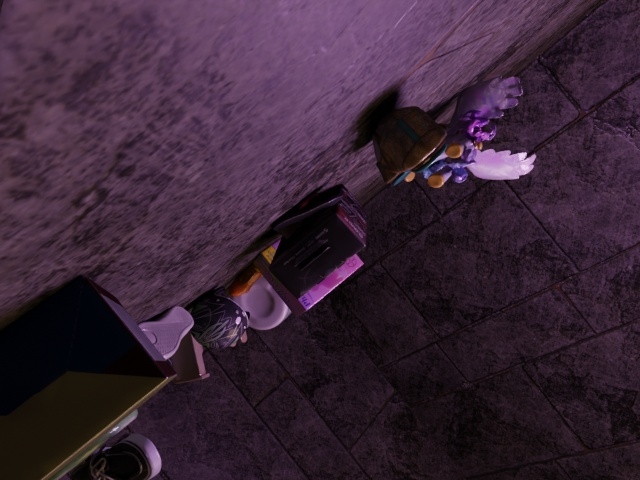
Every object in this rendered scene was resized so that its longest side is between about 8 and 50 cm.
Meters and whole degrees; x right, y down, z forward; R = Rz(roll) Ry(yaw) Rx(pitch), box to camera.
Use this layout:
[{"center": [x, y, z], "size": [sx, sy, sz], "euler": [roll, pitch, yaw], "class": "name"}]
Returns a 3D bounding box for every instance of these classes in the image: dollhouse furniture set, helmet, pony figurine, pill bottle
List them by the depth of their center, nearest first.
[{"center": [-0.279, 0.218, 1.556], "size": [0.169, 0.169, 0.161], "euler": [-39, -166, 10], "class": "helmet"}, {"center": [0.390, -0.275, 1.592], "size": [0.351, 0.302, 0.363], "euler": [-1, -154, 34], "class": "pony figurine"}, {"center": [-0.384, 0.360, 1.869], "size": [0.212, 0.160, 0.242], "euler": [-15, 175, 21], "class": "dollhouse furniture set"}, {"center": [-0.155, 0.171, 2.029], "size": [0.204, 0.204, 0.361], "euler": [-39, 177, 19], "class": "pill bottle"}]

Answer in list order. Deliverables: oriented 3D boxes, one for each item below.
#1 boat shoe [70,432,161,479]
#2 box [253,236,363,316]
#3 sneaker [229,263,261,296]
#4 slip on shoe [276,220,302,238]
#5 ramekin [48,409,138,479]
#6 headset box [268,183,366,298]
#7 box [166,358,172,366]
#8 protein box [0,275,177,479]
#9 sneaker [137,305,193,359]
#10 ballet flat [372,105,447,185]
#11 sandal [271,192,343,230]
[{"center": [-0.482, 0.523, 1.299], "size": [0.306, 0.113, 0.105], "euler": [-20, -176, 39], "class": "boat shoe"}, {"center": [-0.037, 0.068, 1.704], "size": [0.243, 0.213, 0.117], "euler": [-37, 178, -25], "class": "box"}, {"center": [-0.218, 0.105, 1.755], "size": [0.175, 0.064, 0.067], "euler": [-43, 159, -12], "class": "sneaker"}, {"center": [-0.064, -0.036, 1.364], "size": [0.051, 0.041, 0.135], "euler": [-39, 178, 20], "class": "slip on shoe"}, {"center": [-0.589, 0.448, 1.351], "size": [0.303, 0.148, 0.303], "euler": [-38, 178, -2], "class": "ramekin"}, {"center": [0.000, 0.000, 1.397], "size": [0.218, 0.110, 0.293], "euler": [-39, -167, 18], "class": "headset box"}, {"center": [-0.522, 0.379, 1.762], "size": [0.027, 0.094, 0.137], "euler": [-39, 178, 10], "class": "box"}, {"center": [-0.283, 0.162, 0.621], "size": [0.200, 0.136, 0.201], "euler": [-39, 177, -16], "class": "protein box"}, {"center": [-0.375, 0.241, 1.209], "size": [0.151, 0.094, 0.256], "euler": [-45, 179, 13], "class": "sneaker"}, {"center": [0.146, -0.175, 1.025], "size": [0.123, 0.123, 0.348], "euler": [-39, -179, 3], "class": "ballet flat"}, {"center": [-0.032, -0.075, 1.258], "size": [0.179, 0.040, 0.067], "euler": [-23, 168, -14], "class": "sandal"}]
